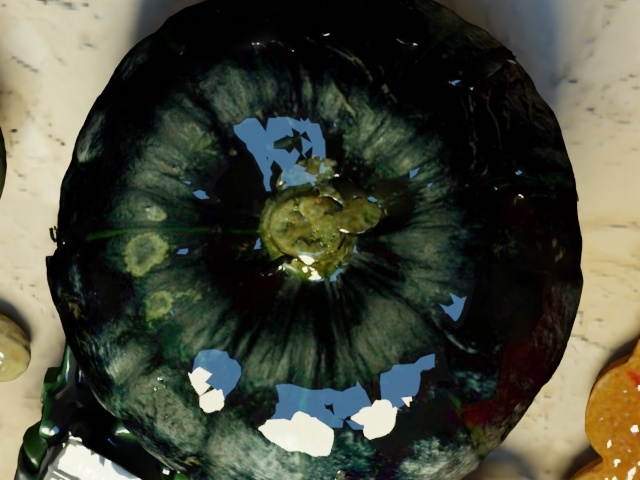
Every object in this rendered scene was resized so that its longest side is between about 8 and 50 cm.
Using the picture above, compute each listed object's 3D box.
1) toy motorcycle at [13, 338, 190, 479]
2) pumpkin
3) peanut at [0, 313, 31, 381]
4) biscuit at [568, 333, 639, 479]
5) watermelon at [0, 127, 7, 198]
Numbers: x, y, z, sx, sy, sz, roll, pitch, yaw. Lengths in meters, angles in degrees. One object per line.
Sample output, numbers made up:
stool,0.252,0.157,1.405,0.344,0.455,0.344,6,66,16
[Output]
toy motorcycle,-0.036,0.156,0.803,0.275,0.125,0.187,33,103,-12
pumpkin,0.000,0.000,0.677,0.233,0.163,0.233,0,83,1
peanut,-0.179,0.040,0.791,0.037,0.037,0.083,-39,105,18
biscuit,0.206,0.107,0.785,0.183,0.043,0.280,7,99,22
watermelon,-0.207,-0.028,0.719,0.133,0.105,0.105,-20,114,16
